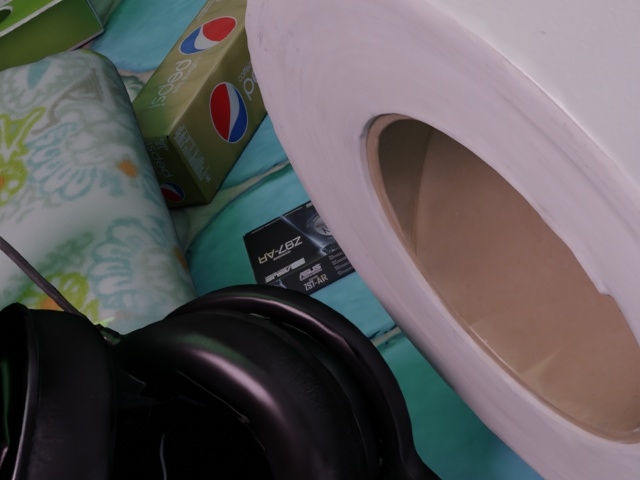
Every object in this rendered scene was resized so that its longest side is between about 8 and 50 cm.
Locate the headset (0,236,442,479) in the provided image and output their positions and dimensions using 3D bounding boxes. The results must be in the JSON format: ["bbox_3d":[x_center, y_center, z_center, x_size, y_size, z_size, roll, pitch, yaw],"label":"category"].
[{"bbox_3d":[-0.092,0.104,0.630,0.394,0.243,0.185,47,122,41],"label":"headset"}]

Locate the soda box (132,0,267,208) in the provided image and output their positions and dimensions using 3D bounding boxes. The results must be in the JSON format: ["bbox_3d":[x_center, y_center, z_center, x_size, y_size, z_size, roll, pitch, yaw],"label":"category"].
[{"bbox_3d":[-0.076,-0.099,1.090,0.061,0.058,0.181,-7,36,34],"label":"soda box"}]

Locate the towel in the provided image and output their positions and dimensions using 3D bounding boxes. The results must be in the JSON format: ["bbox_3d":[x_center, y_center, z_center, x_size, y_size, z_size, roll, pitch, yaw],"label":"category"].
[{"bbox_3d":[-0.255,0.060,0.916,0.374,0.090,0.320,-28,42,2],"label":"towel"}]

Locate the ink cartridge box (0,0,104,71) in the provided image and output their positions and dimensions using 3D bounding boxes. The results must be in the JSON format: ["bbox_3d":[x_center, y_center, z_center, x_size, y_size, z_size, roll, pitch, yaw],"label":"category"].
[{"bbox_3d":[-0.280,-0.163,1.330,0.189,0.097,0.255,-30,31,-1],"label":"ink cartridge box"}]

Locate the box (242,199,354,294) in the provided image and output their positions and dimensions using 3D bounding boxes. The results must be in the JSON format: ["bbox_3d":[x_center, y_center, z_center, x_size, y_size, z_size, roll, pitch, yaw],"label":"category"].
[{"bbox_3d":[0.000,0.000,0.912,0.083,0.018,0.067,-27,29,4],"label":"box"}]

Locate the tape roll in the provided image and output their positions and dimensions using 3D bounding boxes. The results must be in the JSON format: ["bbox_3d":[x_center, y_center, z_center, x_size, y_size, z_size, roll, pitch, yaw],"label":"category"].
[{"bbox_3d":[0.100,-0.012,0.580,0.100,0.286,0.286,-38,31,-16],"label":"tape roll"}]
